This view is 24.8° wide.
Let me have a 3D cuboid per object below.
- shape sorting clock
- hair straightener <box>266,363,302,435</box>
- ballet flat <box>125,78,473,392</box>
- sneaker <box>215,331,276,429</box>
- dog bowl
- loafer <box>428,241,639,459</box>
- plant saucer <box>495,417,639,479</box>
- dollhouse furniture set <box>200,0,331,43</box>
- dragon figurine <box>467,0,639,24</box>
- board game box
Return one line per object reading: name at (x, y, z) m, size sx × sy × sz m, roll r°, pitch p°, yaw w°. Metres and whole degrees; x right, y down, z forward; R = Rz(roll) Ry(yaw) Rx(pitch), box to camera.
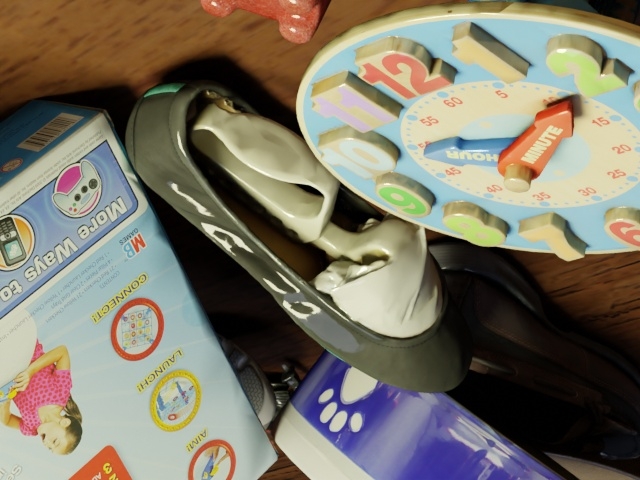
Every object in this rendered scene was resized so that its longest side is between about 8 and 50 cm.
shape sorting clock at (0.090, -0.040, 0.642) m, size 0.206 × 0.040 × 0.206 m, roll 13°, pitch 153°, yaw 7°
hair straightener at (-0.025, 0.134, 1.267) m, size 0.230 × 0.047 × 0.089 m, roll 4°, pitch 129°, yaw 22°
ballet flat at (0.000, 0.000, 0.905) m, size 0.280 × 0.095 × 0.096 m, roll 37°, pitch 151°, yaw -13°
sneaker at (-0.139, 0.132, 1.246) m, size 0.281 × 0.105 × 0.115 m, roll 1°, pitch 156°, yaw 39°
dog bowl at (0.097, 0.175, 1.085) m, size 0.265 × 0.104 × 0.265 m, roll 35°, pitch 179°, yaw 0°
loafer at (0.155, 0.111, 1.099) m, size 0.109 × 0.095 × 0.302 m, roll -14°, pitch 142°, yaw 36°
plant saucer at (0.188, 0.235, 1.348) m, size 0.310 × 0.050 × 0.310 m, roll 9°, pitch 151°, yaw 5°
dollhouse furniture set at (0.035, -0.198, 0.603) m, size 0.201 × 0.152 × 0.374 m, roll 29°, pitch 163°, yaw -30°
dragon figurine at (0.116, -0.089, 0.780) m, size 0.085 × 0.144 × 0.289 m, roll 14°, pitch 169°, yaw -9°
board game box at (-0.207, 0.119, 0.933) m, size 0.086 × 0.308 × 0.302 m, roll 14°, pitch 136°, yaw 46°
